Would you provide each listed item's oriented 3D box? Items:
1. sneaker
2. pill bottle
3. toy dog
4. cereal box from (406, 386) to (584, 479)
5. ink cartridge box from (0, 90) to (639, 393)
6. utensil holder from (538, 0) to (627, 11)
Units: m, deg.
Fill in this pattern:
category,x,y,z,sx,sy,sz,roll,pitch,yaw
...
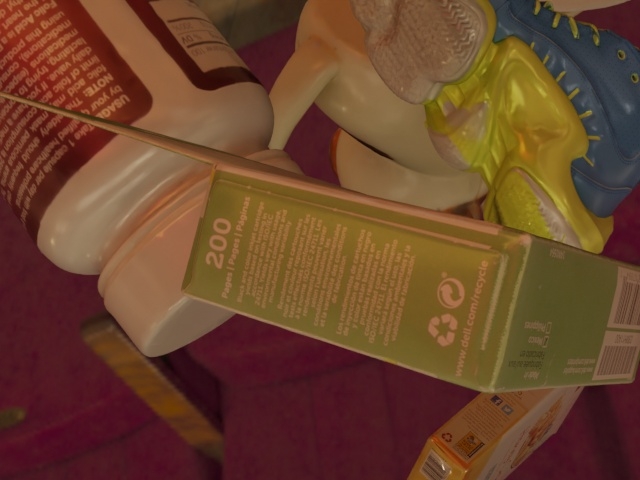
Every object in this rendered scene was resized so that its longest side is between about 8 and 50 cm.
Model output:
category,x,y,z,sx,sy,sz,roll,pitch,yaw
sneaker,0.110,-0.104,0.632,0.091,0.126,0.240,1,125,59
pill bottle,-0.180,-0.115,0.913,0.392,0.224,0.224,52,126,10
toy dog,0.124,-0.153,1.311,0.284,0.395,0.408,33,158,22
cereal box,0.161,0.173,0.998,0.047,0.240,0.173,41,140,22
ink cartridge box,0.000,0.000,0.451,0.235,0.056,0.171,15,-177,30
utensil holder,0.252,-0.394,0.885,0.327,0.385,0.327,21,133,24
